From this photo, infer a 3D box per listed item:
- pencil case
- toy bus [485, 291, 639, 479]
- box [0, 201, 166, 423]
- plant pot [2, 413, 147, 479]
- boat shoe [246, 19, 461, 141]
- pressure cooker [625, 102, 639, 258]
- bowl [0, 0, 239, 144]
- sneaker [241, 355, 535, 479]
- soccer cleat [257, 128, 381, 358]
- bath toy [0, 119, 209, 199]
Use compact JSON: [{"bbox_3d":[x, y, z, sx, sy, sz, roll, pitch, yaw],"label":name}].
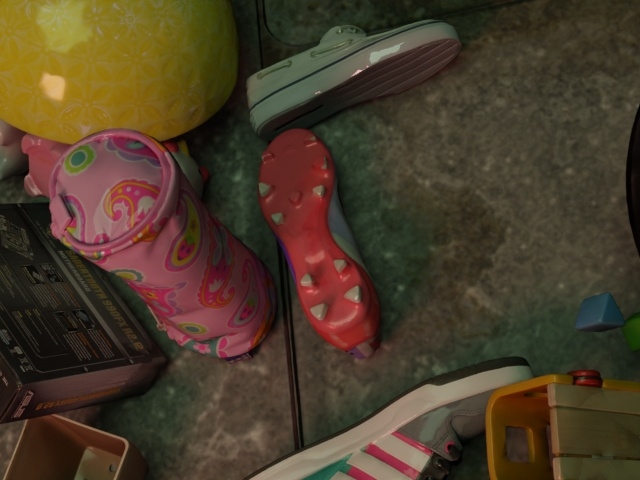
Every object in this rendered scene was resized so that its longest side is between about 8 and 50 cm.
[{"bbox_3d":[-0.132,0.014,1.049,0.124,0.284,0.124,-7,64,14],"label":"pencil case"},{"bbox_3d":[0.231,0.166,0.968,0.202,0.104,0.191,53,54,-9],"label":"toy bus"},{"bbox_3d":[-0.283,0.061,1.132,0.231,0.183,0.056,49,118,23],"label":"box"},{"bbox_3d":[-0.223,0.230,1.107,0.109,0.096,0.109,15,78,21],"label":"plant pot"},{"bbox_3d":[0.024,-0.178,1.169,0.226,0.083,0.076,-22,69,10],"label":"boat shoe"},{"bbox_3d":[0.430,-0.054,0.843,0.369,0.420,0.376,-7,89,-10],"label":"pressure cooker"},{"bbox_3d":[-0.213,-0.244,1.149,0.289,0.156,0.290,6,46,-7],"label":"bowl"},{"bbox_3d":[0.078,0.233,1.000,0.295,0.124,0.178,-29,67,6],"label":"sneaker"},{"bbox_3d":[0.000,0.000,1.129,0.083,0.095,0.248,-23,53,5],"label":"soccer cleat"},{"bbox_3d":[-0.253,-0.112,1.217,0.348,0.129,0.151,30,128,25],"label":"bath toy"}]
